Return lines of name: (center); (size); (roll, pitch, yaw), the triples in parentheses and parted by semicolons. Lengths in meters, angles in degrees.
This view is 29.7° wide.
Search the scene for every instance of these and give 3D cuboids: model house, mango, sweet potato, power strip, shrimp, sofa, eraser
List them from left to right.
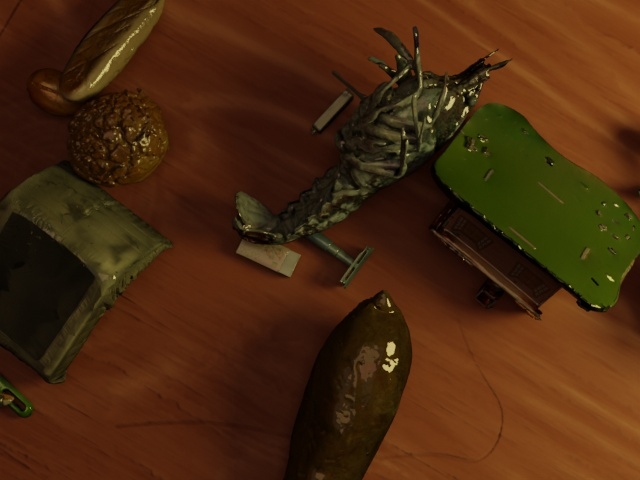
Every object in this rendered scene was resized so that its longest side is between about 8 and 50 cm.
sofa: (-0.358, 0.041, 1.625); (0.210, 0.176, 0.225); (36, 113, 3)
mango: (-0.362, -0.202, 1.664); (0.089, 0.046, 0.060); (22, 83, -5)
eraser: (-0.072, 0.018, 1.660); (0.083, 0.019, 0.038); (24, 83, 1)
sweet potato: (0.013, 0.264, 1.589); (0.131, 0.130, 0.422); (26, 90, 1)
power strip: (0.016, -0.178, 1.678); (0.017, 0.027, 0.083); (42, 87, 6)
shrimp: (0.060, -0.130, 1.585); (0.166, 0.221, 0.410); (35, 108, -24)
model house: (0.266, -0.017, 1.631); (0.294, 0.154, 0.207); (40, 49, 0)

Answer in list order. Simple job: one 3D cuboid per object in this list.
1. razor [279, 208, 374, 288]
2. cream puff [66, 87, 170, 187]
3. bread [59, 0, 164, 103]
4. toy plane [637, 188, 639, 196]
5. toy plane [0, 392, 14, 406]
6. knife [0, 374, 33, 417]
razor: (0.000, 0.000, 1.658); (0.135, 0.040, 0.068); (36, 84, 7)
cream puff: (-0.275, -0.138, 1.627); (0.144, 0.103, 0.126); (-31, 89, -9)
bread: (-0.285, -0.271, 1.661); (0.073, 0.053, 0.214); (27, 72, 25)
toy plane: (0.516, 0.022, 1.618); (0.106, 0.155, 0.381); (-26, 80, 39)
toy plane: (-0.569, 0.229, 1.586); (0.316, 0.103, 0.204); (1, 117, -2)
knife: (-0.465, 0.159, 1.641); (0.212, 0.015, 0.054); (43, 85, 4)
